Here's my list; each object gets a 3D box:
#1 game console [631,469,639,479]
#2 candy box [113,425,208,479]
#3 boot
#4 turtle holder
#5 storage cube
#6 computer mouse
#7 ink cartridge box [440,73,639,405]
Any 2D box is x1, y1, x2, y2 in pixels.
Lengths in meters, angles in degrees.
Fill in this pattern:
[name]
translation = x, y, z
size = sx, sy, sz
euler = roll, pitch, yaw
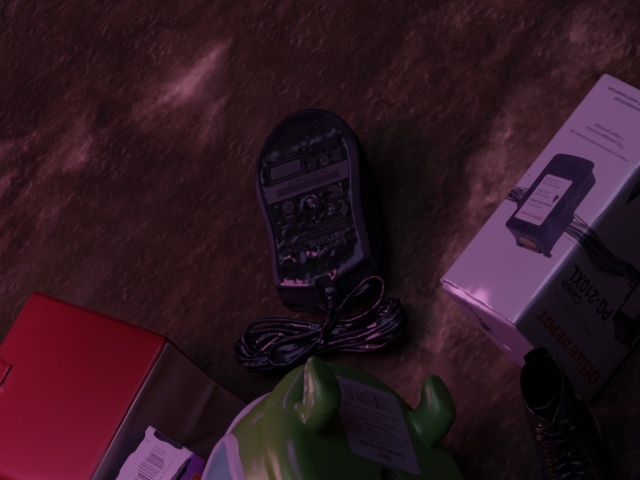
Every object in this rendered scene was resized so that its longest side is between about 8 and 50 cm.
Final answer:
[game console]
translation = 0.365, 0.286, 1.384
size = 0.342, 0.060, 0.386
euler = 36, 83, 36
[candy box]
translation = -0.146, 0.295, 1.671
size = 0.070, 0.165, 0.196
euler = 24, 75, 42
[boot]
translation = 0.208, 0.199, 1.513
size = 0.077, 0.137, 0.198
euler = -23, 52, 7
[turtle holder]
translation = 0.025, 0.273, 1.553
size = 0.227, 0.243, 0.320
euler = -42, 76, 28
[storage cube]
translation = -0.209, 0.186, 1.772
size = 0.193, 0.183, 0.215
euler = 16, 71, 39
[computer mouse]
translation = 0.000, 0.000, 1.842
size = 0.188, 0.072, 0.272
euler = -14, 66, 23
[ink cartridge box]
translation = 0.241, 0.003, 1.601
size = 0.237, 0.172, 0.100
euler = -51, 47, -5
